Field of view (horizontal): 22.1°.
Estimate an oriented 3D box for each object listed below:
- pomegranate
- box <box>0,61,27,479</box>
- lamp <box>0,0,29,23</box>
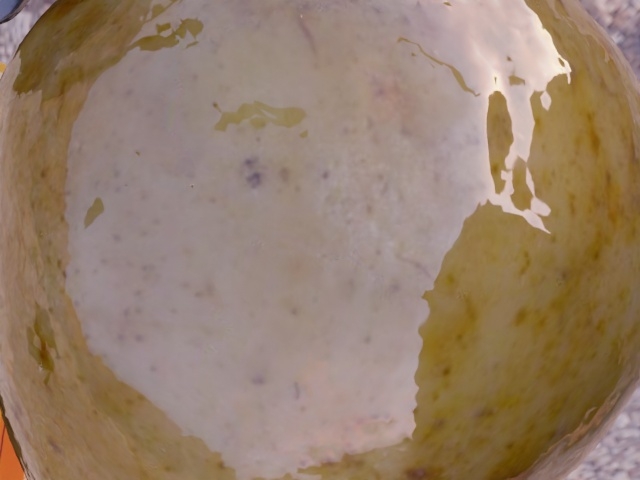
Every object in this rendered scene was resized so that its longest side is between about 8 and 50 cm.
[{"bbox_3d":[0.000,0.000,0.598,0.260,0.260,0.260,3,75,-11],"label":"pomegranate"},{"bbox_3d":[-0.260,0.048,1.095,0.259,0.284,0.214,27,31,21],"label":"box"},{"bbox_3d":[-0.190,-0.182,0.575,0.203,0.283,0.124,41,90,2],"label":"lamp"}]
